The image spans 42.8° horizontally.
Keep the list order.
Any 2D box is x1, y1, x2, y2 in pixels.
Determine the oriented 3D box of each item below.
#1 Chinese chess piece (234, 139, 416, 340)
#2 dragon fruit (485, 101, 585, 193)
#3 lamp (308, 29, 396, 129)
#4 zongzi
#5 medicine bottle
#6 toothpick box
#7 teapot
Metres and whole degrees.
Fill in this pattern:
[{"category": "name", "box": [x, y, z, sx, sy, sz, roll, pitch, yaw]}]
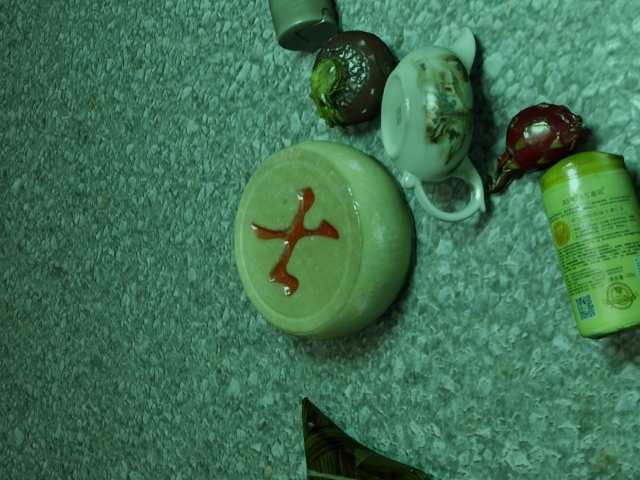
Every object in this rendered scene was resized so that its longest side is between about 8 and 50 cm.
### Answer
[{"category": "Chinese chess piece", "box": [0.000, 0.000, 1.386, 0.338, 0.141, 0.337, -1, 89, 45]}, {"category": "dragon fruit", "box": [0.286, -0.131, 1.151, 0.190, 0.094, 0.094, -36, 65, 51]}, {"category": "lamp", "box": [0.046, -0.269, 1.345, 0.156, 0.135, 0.157, -9, 82, 43]}, {"category": "zongzi", "box": [0.069, 0.351, 1.349, 0.248, 0.111, 0.241, -25, 66, 36]}, {"category": "medicine bottle", "box": [0.362, 0.001, 1.053, 0.124, 0.124, 0.238, -24, 72, 41]}, {"category": "toothpick box", "box": [-0.041, -0.439, 1.448, 0.111, 0.111, 0.180, -25, 72, 41]}, {"category": "teapot", "box": [0.172, -0.174, 1.221, 0.204, 0.140, 0.298, 176, 94, -76]}]
